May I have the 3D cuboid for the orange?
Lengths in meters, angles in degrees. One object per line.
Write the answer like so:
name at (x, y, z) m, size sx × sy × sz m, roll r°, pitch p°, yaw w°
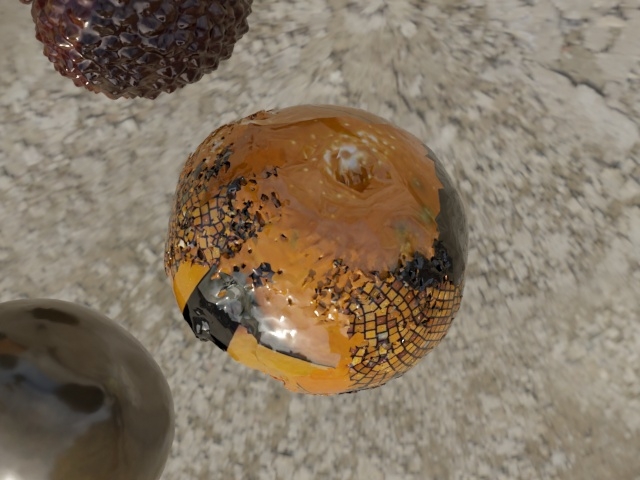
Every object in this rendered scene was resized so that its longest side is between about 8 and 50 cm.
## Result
orange at (0.000, 0.000, 1.002) m, size 0.234 × 0.234 × 0.182 m, roll 14°, pitch 141°, yaw 0°

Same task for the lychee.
lychee at (-0.224, -0.288, 1.528) m, size 0.300 × 0.264 × 0.264 m, roll 13°, pitch 101°, yaw 1°

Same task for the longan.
longan at (-0.263, 0.174, 1.279) m, size 0.258 × 0.258 × 0.258 m, roll 0°, pitch 100°, yaw 3°
